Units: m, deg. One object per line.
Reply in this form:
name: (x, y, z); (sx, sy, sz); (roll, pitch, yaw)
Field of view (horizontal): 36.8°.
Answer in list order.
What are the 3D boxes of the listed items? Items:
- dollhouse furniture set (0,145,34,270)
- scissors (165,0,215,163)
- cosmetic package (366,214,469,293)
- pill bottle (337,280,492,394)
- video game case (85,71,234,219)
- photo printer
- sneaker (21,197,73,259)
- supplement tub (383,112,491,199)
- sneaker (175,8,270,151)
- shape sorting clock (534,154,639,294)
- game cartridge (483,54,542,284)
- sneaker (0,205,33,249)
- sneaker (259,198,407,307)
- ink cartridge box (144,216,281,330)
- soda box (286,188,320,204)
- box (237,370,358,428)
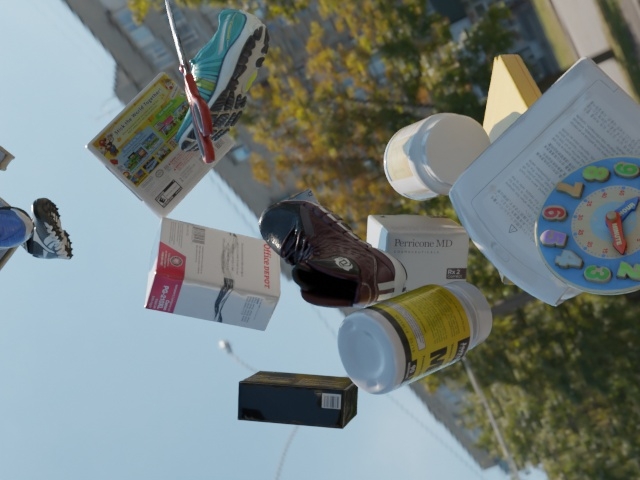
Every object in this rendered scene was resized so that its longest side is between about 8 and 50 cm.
dollhouse furniture set: (-0.717, -0.075, 1.928); (0.303, 0.286, 0.198); (39, -179, 15)
scissors: (-0.216, -0.256, 1.553); (0.109, 0.021, 0.297); (95, 156, -55)
cosmetic package: (0.168, 0.056, 1.725); (0.151, 0.151, 0.183); (-127, 38, -73)
pill bottle: (0.136, 0.128, 1.338); (0.208, 0.119, 0.119); (-17, -99, -39)
video game case: (-0.315, -0.189, 1.914); (0.206, 0.227, 0.026); (45, 156, -12)
photo printer: (0.360, -0.076, 1.406); (0.256, 0.307, 0.107); (49, -168, 20)
sneaker: (-0.606, -0.015, 2.075); (0.234, 0.106, 0.078); (96, 165, -65)
supplement tub: (0.209, -0.149, 1.724); (0.144, 0.144, 0.200); (65, 165, -5)
sneaker: (-0.188, -0.287, 1.741); (0.110, 0.275, 0.107); (36, -165, 24)
shape sorting clock: (0.381, -0.025, 1.253); (0.040, 0.206, 0.206); (52, -161, -54)
game cartridge: (0.336, -0.133, 1.690); (0.285, 0.053, 0.323); (-96, 9, -55)
sneaker: (-0.602, -0.010, 1.683); (0.081, 0.211, 0.080); (-56, -44, -70)
sneaker: (-0.017, 0.019, 1.443); (0.281, 0.106, 0.162); (27, -159, 31)
ink cartridge box: (-0.204, 0.065, 1.841); (0.237, 0.100, 0.172); (13, -143, -14)
soda box: (0.000, 0.000, 1.716); (0.183, 0.058, 0.063); (62, -177, 1)
box: (-0.051, 0.386, 2.351); (0.184, 0.261, 0.103); (-13, -75, -77)
